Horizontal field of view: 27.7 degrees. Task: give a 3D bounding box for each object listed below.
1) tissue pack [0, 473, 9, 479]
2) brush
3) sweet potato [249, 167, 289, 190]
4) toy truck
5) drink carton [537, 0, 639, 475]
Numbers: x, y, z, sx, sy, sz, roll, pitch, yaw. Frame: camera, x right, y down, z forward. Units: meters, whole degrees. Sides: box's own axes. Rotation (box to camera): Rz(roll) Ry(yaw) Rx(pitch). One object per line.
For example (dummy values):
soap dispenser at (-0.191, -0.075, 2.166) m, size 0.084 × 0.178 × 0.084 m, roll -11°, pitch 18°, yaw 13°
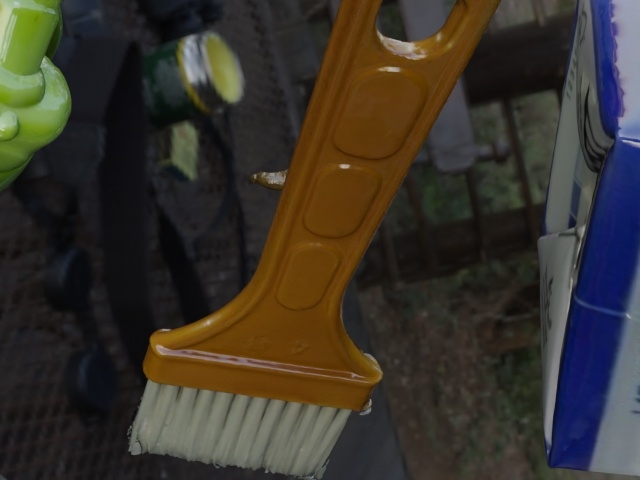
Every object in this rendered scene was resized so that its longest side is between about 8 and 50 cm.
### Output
tissue pack at (-0.257, 0.175, 0.528) m, size 0.375 × 0.390 × 0.195 m, roll -31°, pitch 143°, yaw -52°
brush at (0.000, 0.000, 0.430) m, size 0.314 × 0.090 × 0.017 m, roll 113°, pitch -20°, yaw -49°
sweet potato at (0.000, -0.058, 1.060) m, size 0.026 × 0.115 × 0.026 m, roll -17°, pitch 90°, yaw -82°
toy truck at (-0.197, -0.109, 0.695) m, size 0.148 × 0.211 × 0.187 m, roll 14°, pitch 78°, yaw -48°
drink carton at (0.223, 0.003, 0.355) m, size 0.106 × 0.315 × 0.130 m, roll -80°, pitch 173°, yaw -47°
